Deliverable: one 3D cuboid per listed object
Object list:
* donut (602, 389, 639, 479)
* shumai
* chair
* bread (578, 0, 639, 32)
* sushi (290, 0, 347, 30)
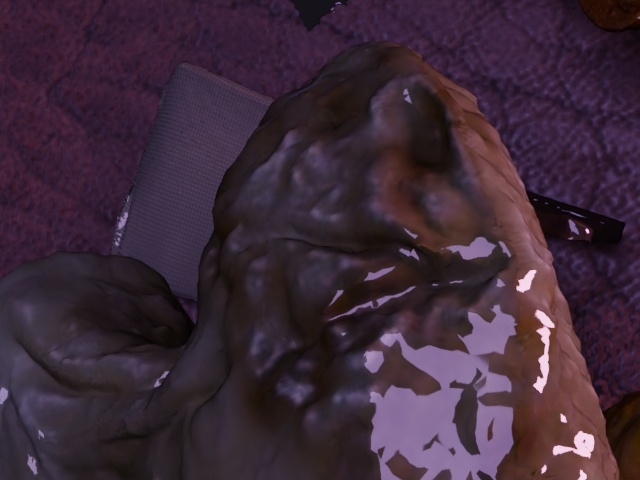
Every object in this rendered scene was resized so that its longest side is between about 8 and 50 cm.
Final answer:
[{"bbox_3d":[0.267,0.131,0.885,0.261,0.208,0.128,0,78,-17],"label":"donut"},{"bbox_3d":[-0.022,0.107,0.781,0.288,0.292,0.330,-15,53,1],"label":"shumai"},{"bbox_3d":[0.000,0.000,1.025,0.319,0.186,0.160,21,99,15],"label":"chair"},{"bbox_3d":[0.212,-0.238,0.998,0.232,0.135,0.246,-33,53,47],"label":"bread"},{"bbox_3d":[0.032,-0.369,1.139,0.320,0.069,0.339,-32,74,7],"label":"sushi"}]
